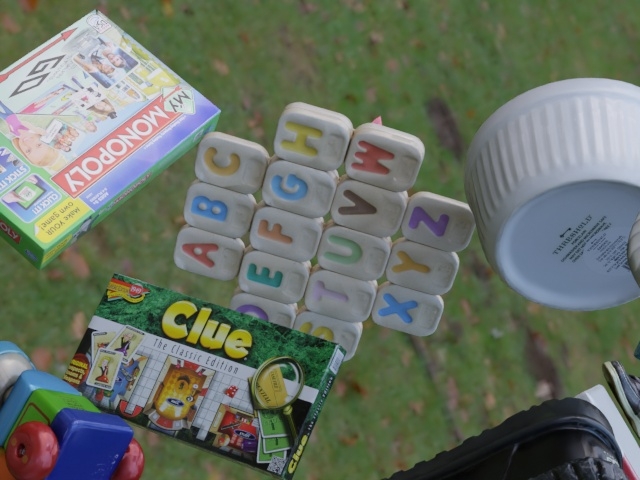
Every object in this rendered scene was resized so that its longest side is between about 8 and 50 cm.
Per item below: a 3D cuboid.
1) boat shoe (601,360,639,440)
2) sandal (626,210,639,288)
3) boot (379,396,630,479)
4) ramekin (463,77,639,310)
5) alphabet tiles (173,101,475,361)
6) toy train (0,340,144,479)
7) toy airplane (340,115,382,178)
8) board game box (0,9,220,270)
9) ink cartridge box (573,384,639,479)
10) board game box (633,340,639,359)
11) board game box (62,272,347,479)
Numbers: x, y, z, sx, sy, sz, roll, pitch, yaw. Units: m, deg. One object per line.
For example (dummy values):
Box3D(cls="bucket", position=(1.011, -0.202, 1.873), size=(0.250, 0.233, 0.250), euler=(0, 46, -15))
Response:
Box3D(cls="boat shoe", position=(0.372, 0.182, 1.700), size=(0.152, 0.049, 0.056), euler=(53, 12, -45))
Box3D(cls="sandal", position=(0.311, 0.055, 0.992), size=(0.416, 0.169, 0.102), euler=(-84, 156, -63))
Box3D(cls="boot", position=(0.120, 0.290, 1.173), size=(0.131, 0.348, 0.260), euler=(46, 17, -22))
Box3D(cls="ramekin", position=(0.232, -0.031, 1.289), size=(0.207, 0.207, 0.109), euler=(50, 28, -36))
Box3D(cls="alphabet tiles", position=(0.000, 0.000, 1.428), size=(0.278, 0.284, 0.021), euler=(17, 37, -1))
Box3D(cls="toy train", position=(-0.245, 0.205, 1.058), size=(0.143, 0.248, 0.105), euler=(37, 11, 38))
Box3D(cls="toy airplane", position=(0.059, -0.073, 1.793), size=(0.151, 0.028, 0.151), euler=(-31, 125, -59))
Box3D(cls="board game box", position=(-0.299, -0.129, 1.732), size=(0.213, 0.046, 0.317), euler=(39, 52, 9))
Box3D(cls="ink cartridge box", position=(0.286, 0.338, 1.870), size=(0.197, 0.273, 0.114), euler=(61, 19, 12))
Box3D(cls="board game box", position=(0.262, -0.055, 0.695), size=(0.242, 0.064, 0.316), euler=(-62, 175, -12))
Box3D(cls="board game box", position=(-0.116, 0.125, 1.374), size=(0.136, 0.259, 0.030), euler=(-65, 152, -18))
